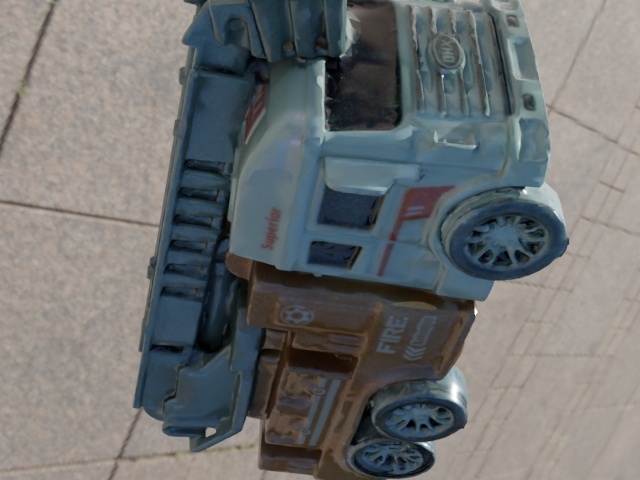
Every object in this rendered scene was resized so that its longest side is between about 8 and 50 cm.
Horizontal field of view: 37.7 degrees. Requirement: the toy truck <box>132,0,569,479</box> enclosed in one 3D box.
[{"bbox_3d":[0.000,0.000,0.487,0.184,0.133,0.338,6,139,-7],"label":"toy truck"}]
